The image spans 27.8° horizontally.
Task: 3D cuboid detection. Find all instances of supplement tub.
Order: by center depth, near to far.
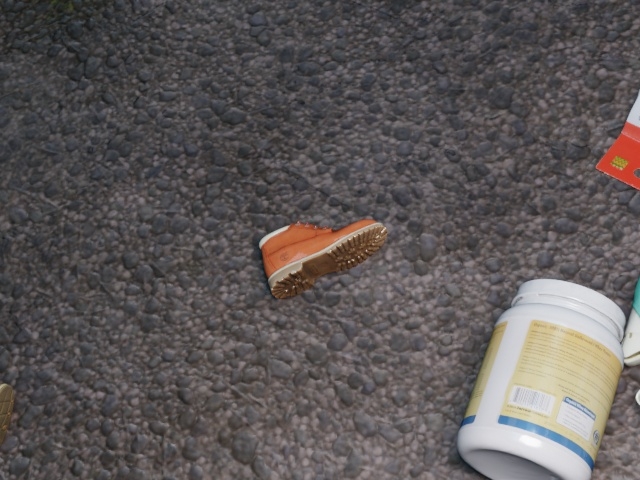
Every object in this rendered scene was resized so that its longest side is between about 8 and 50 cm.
[{"bbox_3d":[0.239,0.157,1.375,0.144,0.144,0.199,14,66,20],"label":"supplement tub"}]

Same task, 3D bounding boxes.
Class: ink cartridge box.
[{"bbox_3d":[0.437,-0.132,1.552,0.145,0.045,0.179,31,69,26],"label":"ink cartridge box"}]

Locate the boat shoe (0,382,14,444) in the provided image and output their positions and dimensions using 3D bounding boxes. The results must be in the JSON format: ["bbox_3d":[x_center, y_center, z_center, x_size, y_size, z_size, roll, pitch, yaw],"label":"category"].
[{"bbox_3d":[-0.423,0.244,1.525,0.060,0.064,0.178,17,69,19],"label":"boat shoe"}]

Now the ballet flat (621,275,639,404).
[{"bbox_3d":[0.373,0.135,1.397,0.087,0.083,0.247,-24,58,10],"label":"ballet flat"}]

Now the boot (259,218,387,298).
[{"bbox_3d":[0.000,0.000,1.571,0.158,0.059,0.084,-24,54,0],"label":"boot"}]
